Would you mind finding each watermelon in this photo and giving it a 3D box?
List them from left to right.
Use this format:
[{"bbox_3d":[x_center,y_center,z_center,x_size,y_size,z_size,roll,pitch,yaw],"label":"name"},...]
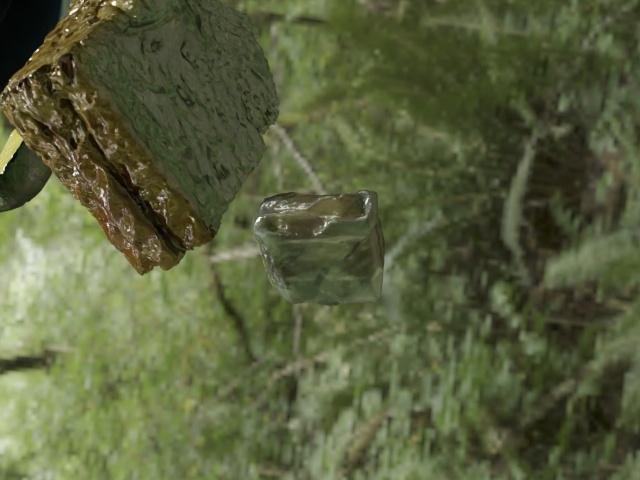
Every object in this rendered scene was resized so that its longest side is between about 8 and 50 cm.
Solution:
[{"bbox_3d":[-0.440,-0.120,2.051,0.181,0.092,0.075,-60,-22,-15],"label":"watermelon"}]

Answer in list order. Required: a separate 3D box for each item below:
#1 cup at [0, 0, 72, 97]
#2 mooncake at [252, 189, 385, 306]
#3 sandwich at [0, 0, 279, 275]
[{"bbox_3d":[-0.488,-0.361,1.831,0.311,0.331,0.257,36,146,38],"label":"cup"},{"bbox_3d":[0.000,0.000,1.435,0.073,0.129,0.125,-87,-8,-47],"label":"mooncake"},{"bbox_3d":[-0.174,-0.158,1.535,0.131,0.262,0.325,-21,29,31],"label":"sandwich"}]
